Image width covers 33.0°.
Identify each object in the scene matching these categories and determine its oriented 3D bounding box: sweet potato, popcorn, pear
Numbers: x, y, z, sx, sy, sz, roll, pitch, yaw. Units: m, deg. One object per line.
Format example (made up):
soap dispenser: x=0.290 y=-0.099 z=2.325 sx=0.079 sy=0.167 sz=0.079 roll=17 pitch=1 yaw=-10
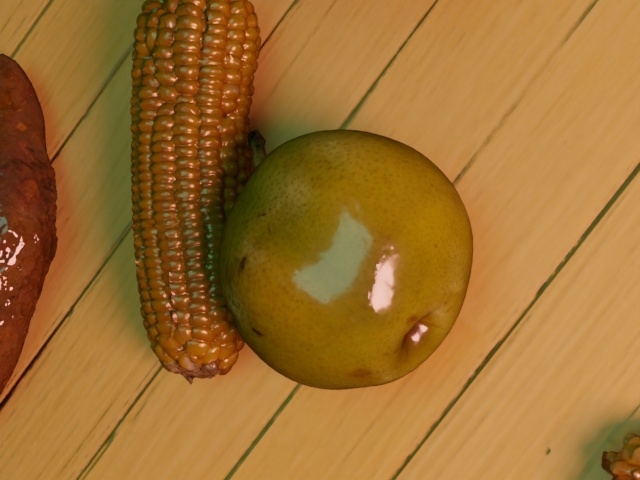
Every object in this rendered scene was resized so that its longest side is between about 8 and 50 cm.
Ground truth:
sweet potato: x=-0.273 y=0.011 z=0.884 sx=0.114 sy=0.092 sz=0.341 roll=8 pitch=84 yaw=38
popcorn: x=0.218 y=0.159 z=0.693 sx=0.083 sy=0.057 sz=0.082 roll=28 pitch=91 yaw=25
pear: x=0.000 y=0.000 z=0.745 sx=0.216 sy=0.166 sz=0.180 roll=41 pitch=109 yaw=26

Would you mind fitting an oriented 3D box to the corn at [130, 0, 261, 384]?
corn: x=-0.099 y=-0.048 z=0.823 sx=0.102 sy=0.102 sz=0.313 roll=-1 pitch=82 yaw=21
